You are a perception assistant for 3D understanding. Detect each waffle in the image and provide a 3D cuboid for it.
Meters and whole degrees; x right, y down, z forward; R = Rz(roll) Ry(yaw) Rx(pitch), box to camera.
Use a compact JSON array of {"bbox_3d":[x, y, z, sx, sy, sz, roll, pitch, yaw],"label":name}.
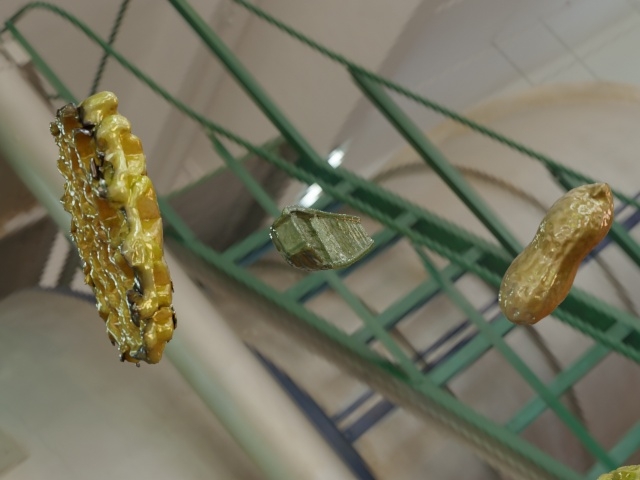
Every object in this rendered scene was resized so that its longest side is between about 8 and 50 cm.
[{"bbox_3d":[-0.289,-0.009,1.719,0.095,0.382,0.379,-14,-1,-21],"label":"waffle"}]

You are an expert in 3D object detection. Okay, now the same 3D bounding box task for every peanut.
[{"bbox_3d":[0.371,0.018,1.937,0.263,0.101,0.117,-58,-7,5],"label":"peanut"}]

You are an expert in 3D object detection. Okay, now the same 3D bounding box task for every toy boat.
[{"bbox_3d":[0.000,0.000,1.614,0.055,0.093,0.293,-32,-10,16],"label":"toy boat"}]

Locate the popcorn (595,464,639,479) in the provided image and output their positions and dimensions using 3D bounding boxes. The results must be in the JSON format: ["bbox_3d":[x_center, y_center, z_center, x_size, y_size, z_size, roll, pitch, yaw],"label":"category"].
[{"bbox_3d":[0.354,0.324,1.185,0.259,0.259,0.212,-42,-30,4],"label":"popcorn"}]
